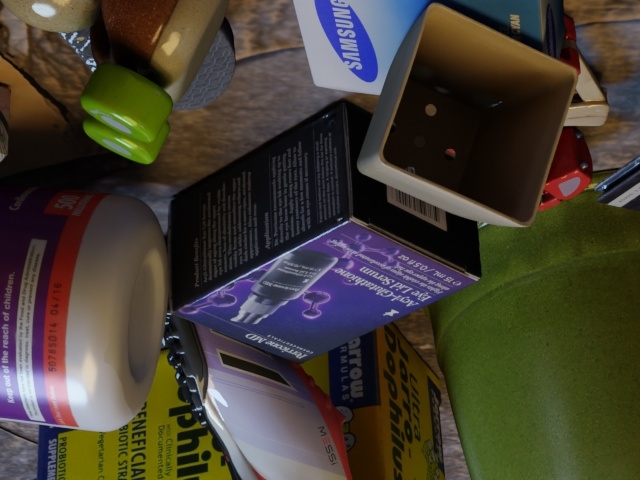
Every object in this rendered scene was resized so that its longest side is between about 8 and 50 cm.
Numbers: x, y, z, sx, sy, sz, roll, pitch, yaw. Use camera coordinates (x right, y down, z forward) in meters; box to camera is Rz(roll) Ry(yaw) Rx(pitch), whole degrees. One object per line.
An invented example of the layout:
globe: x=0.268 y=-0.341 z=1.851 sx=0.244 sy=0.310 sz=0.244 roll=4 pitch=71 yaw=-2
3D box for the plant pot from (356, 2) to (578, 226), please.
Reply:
plant pot: x=0.081 y=-0.070 z=1.162 sx=0.109 sy=0.109 sz=0.096 roll=23 pitch=165 yaw=-16

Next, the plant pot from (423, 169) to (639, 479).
plant pot: x=0.279 y=0.181 z=1.559 sx=0.366 sy=0.353 sz=0.366 roll=-2 pitch=150 yaw=-1

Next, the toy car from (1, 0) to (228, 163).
toy car: x=-0.150 y=-0.163 z=1.119 sx=0.188 sy=0.155 sz=0.149 roll=28 pitch=170 yaw=-2

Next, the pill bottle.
pill bottle: x=-0.289 y=0.042 z=1.407 sx=0.323 sy=0.181 sz=0.181 roll=6 pitch=151 yaw=8

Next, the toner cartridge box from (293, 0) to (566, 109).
toner cartridge box: x=0.058 y=-0.208 z=1.102 sx=0.165 sy=0.075 sz=0.348 roll=9 pitch=153 yaw=14

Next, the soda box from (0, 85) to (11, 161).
soda box: x=-0.316 y=-0.098 z=1.314 sx=0.183 sy=0.063 sz=0.058 roll=17 pitch=145 yaw=-30

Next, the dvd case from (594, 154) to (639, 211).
dvd case: x=0.339 y=-0.046 z=1.353 sx=0.221 sy=0.018 sz=0.164 roll=10 pitch=155 yaw=-23

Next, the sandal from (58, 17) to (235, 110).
sandal: x=-0.151 y=-0.174 z=1.217 sx=0.097 sy=0.054 sz=0.254 roll=-32 pitch=130 yaw=30

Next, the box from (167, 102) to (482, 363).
box: x=0.000 y=0.000 z=1.466 sx=0.153 sy=0.108 sz=0.207 roll=24 pitch=141 yaw=-39

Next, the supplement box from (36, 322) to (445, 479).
supplement box: x=-0.074 y=0.219 z=1.757 sx=0.356 sy=0.194 sz=0.195 roll=-13 pitch=149 yaw=17

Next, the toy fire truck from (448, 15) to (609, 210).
toy fire truck: x=0.165 y=-0.094 z=1.374 sx=0.135 sy=0.047 sz=0.192 roll=-25 pitch=144 yaw=31

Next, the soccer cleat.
soccer cleat: x=-0.047 y=0.139 z=1.567 sx=0.116 sy=0.318 sz=0.108 roll=-25 pitch=175 yaw=-11
